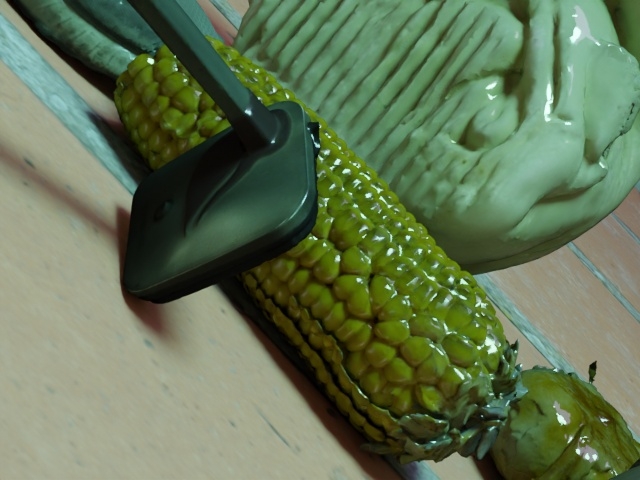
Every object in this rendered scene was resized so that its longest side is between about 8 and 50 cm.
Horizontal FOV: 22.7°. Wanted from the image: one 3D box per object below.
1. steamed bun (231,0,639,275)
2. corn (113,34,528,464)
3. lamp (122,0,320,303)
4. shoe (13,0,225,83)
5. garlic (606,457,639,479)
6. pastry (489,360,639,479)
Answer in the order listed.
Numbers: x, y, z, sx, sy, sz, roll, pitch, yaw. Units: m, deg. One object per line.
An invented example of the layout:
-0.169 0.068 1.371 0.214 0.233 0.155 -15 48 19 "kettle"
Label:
0.114 -0.140 1.169 0.237 0.347 0.394 35 37 -53 "steamed bun"
0.000 0.000 0.946 0.318 0.115 0.115 50 16 13 "corn"
-0.126 -0.059 0.751 0.283 0.124 0.203 35 29 -28 "lamp"
-0.155 -0.243 1.013 0.336 0.171 0.132 42 16 -16 "shoe"
0.225 0.209 0.817 0.210 0.292 0.237 -13 27 -42 "garlic"
0.170 0.150 1.079 0.153 0.081 0.153 49 19 -24 "pastry"
